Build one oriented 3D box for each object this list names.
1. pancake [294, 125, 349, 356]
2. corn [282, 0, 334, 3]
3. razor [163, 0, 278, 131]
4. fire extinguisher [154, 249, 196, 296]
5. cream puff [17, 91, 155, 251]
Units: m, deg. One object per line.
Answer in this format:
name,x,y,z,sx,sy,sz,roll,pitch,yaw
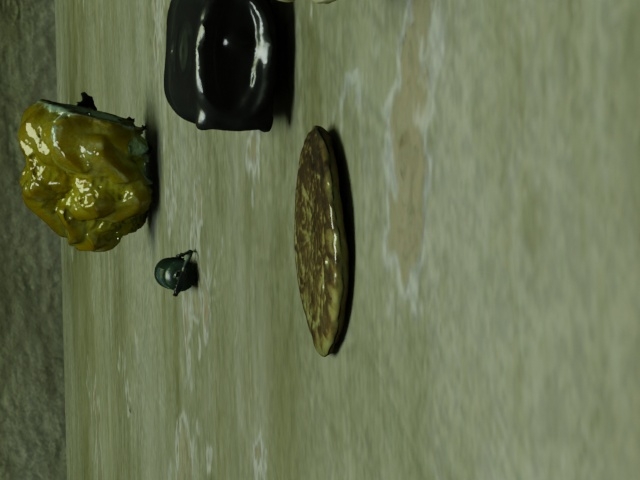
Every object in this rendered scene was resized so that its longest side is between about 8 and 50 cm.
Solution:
pancake,-0.001,0.000,0.881,0.115,0.011,0.115,179,90,-78
corn,0.011,-0.139,0.658,0.211,0.087,0.087,180,89,-84
razor,-0.055,-0.107,1.026,0.148,0.054,0.090,-148,57,-75
fire extinguisher,-0.110,0.023,1.384,0.083,0.025,0.038,-170,102,-78
cream puff,-0.214,-0.058,1.641,0.156,0.121,0.156,175,90,-74
